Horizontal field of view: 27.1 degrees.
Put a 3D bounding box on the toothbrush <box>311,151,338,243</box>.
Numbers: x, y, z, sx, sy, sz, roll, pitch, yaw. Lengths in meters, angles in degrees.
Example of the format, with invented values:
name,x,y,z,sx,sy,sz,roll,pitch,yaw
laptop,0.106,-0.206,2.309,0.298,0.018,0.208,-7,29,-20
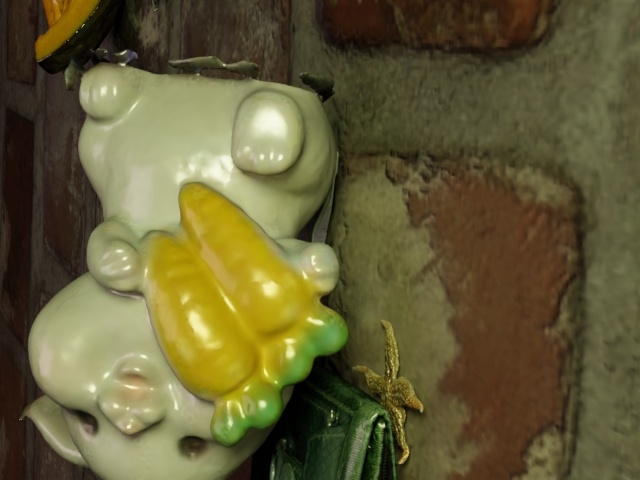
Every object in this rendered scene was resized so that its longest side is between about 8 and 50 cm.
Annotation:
name,x,y,z,sx,sy,sz,roll,pitch,yaw
toothbrush,0.000,0.000,0.925,0.013,0.011,0.131,28,116,52

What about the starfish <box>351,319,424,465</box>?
name,x,y,z,sx,sy,sz,roll,pitch,yaw
starfish,0.044,0.091,0.809,0.086,0.016,0.092,145,125,-62

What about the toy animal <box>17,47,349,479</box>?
name,x,y,z,sx,sy,sz,roll,pitch,yaw
toy animal,-0.093,0.039,0.868,0.247,0.183,0.310,180,98,-78

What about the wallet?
name,x,y,z,sx,sy,sz,roll,pitch,yaw
wallet,-0.007,0.163,0.878,0.236,0.055,0.160,-164,78,-71

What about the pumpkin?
name,x,y,z,sx,sy,sz,roll,pitch,yaw
pumpkin,-0.262,-0.298,1.522,0.130,0.149,0.254,44,-157,-56

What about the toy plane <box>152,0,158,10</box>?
name,x,y,z,sx,sy,sz,roll,pitch,yaw
toy plane,-0.175,-0.275,1.346,0.080,0.033,0.083,98,163,-59
